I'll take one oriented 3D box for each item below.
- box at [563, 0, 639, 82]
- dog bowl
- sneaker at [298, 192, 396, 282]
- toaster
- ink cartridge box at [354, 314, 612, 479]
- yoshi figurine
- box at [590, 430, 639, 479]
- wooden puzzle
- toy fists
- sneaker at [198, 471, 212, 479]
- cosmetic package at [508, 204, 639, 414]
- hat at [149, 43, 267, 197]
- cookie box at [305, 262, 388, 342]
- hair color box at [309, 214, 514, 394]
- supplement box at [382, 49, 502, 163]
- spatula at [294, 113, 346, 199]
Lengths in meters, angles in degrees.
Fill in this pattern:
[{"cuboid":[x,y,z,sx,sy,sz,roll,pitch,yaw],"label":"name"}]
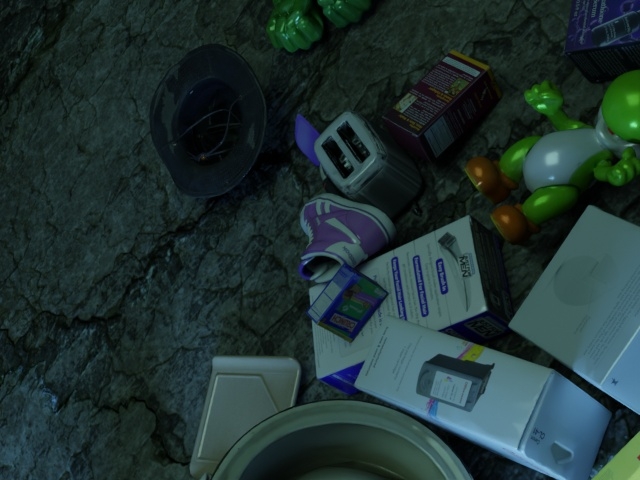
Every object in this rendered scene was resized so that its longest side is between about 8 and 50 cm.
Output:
[{"cuboid":[0.521,-0.359,1.763,0.207,0.108,0.153,-4,65,39],"label":"box"},{"cuboid":[0.032,0.443,1.563,0.408,0.150,0.407,2,53,-2],"label":"dog bowl"},{"cuboid":[0.000,-0.001,1.944,0.161,0.102,0.282,-40,19,-18],"label":"sneaker"},{"cuboid":[0.087,-0.135,1.983,0.129,0.146,0.227,-44,47,15],"label":"toaster"},{"cuboid":[0.241,0.236,1.604,0.306,0.226,0.131,15,77,42],"label":"ink cartridge box"},{"cuboid":[0.403,-0.151,1.647,0.362,0.203,0.203,-32,17,14],"label":"yoshi figurine"},{"cuboid":[0.458,0.304,1.485,0.232,0.087,0.058,-47,47,9],"label":"box"},{"cuboid":[-0.135,0.334,2.002,0.221,0.044,0.238,-4,70,38],"label":"wooden puzzle"},{"cuboid":[0.001,-0.500,2.283,0.279,0.096,0.142,-22,56,28],"label":"toy fists"},{"cuboid":[-0.170,0.486,1.915,0.212,0.080,0.094,27,93,46],"label":"sneaker"},{"cuboid":[0.432,0.100,1.545,0.224,0.138,0.225,-56,29,2],"label":"cosmetic package"},{"cuboid":[-0.205,-0.248,2.297,0.331,0.134,0.331,-3,85,36],"label":"hat"},{"cuboid":[0.044,0.104,1.785,0.107,0.092,0.040,-53,42,6],"label":"cookie box"},{"cuboid":[0.148,0.115,1.830,0.339,0.110,0.185,-26,52,30],"label":"hair color box"},{"cuboid":[0.219,-0.241,1.941,0.188,0.080,0.104,-44,44,-9],"label":"supplement box"},{"cuboid":[0.010,-0.130,2.097,0.084,0.030,0.296,99,154,-44],"label":"spatula"}]
